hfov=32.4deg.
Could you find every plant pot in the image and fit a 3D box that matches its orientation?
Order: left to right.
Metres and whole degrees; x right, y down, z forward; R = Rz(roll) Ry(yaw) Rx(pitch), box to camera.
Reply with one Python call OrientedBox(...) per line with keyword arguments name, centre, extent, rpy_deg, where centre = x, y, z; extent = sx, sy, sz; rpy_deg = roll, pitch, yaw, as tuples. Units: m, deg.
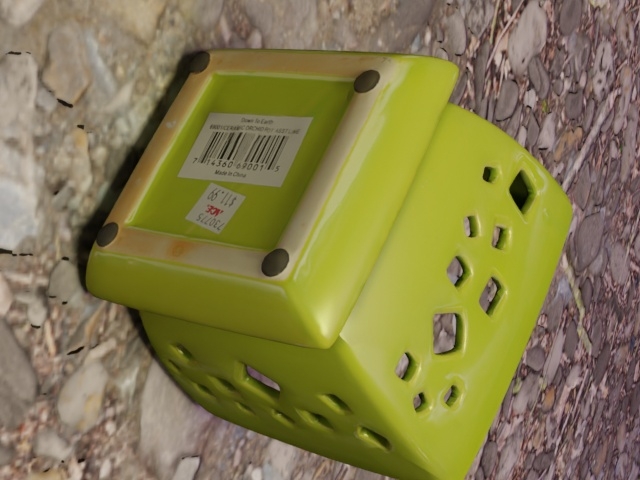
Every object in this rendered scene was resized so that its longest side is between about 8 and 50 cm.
OrientedBox(name="plant pot", centre=(0.000, 0.000, 0.716), extent=(0.207, 0.228, 0.227), rpy_deg=(48, 60, -45))
